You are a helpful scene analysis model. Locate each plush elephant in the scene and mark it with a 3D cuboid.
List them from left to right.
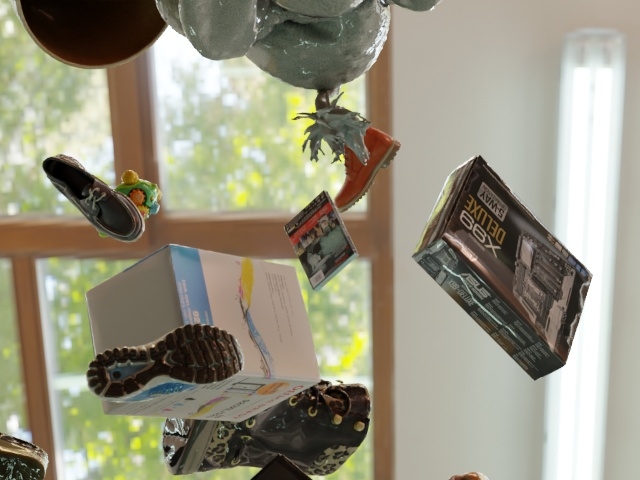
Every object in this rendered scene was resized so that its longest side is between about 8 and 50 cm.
[{"bbox_3d":[-0.016,-0.263,1.321,0.272,0.255,0.330,-14,-116,-12],"label":"plush elephant"}]

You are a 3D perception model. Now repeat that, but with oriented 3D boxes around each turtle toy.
[{"bbox_3d":[-0.326,-0.055,2.401,0.130,0.095,0.066,-33,-124,16],"label":"turtle toy"}]

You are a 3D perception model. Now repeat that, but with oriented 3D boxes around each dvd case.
[{"bbox_3d":[0.000,0.000,2.014,0.013,0.087,0.119,20,-145,-46],"label":"dvd case"}]

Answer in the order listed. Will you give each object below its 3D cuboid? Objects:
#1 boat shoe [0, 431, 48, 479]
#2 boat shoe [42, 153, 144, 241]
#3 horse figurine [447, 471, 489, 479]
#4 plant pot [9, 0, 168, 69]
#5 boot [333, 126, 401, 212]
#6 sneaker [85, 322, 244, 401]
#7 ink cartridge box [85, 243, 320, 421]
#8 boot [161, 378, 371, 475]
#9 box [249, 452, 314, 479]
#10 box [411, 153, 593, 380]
[{"bbox_3d":[-0.563,0.351,2.383,0.223,0.080,0.073,17,-165,-4],"label":"boat shoe"},{"bbox_3d":[-0.375,-0.069,2.326,0.206,0.075,0.065,40,-173,17],"label":"boat shoe"},{"bbox_3d":[0.269,0.435,2.258,0.066,0.263,0.174,-40,-141,14],"label":"horse figurine"},{"bbox_3d":[-0.353,-0.388,1.989,0.237,0.237,0.254,-13,-151,-28],"label":"plant pot"},{"bbox_3d":[0.057,-0.124,2.419,0.084,0.158,0.059,33,-173,-16],"label":"boot"},{"bbox_3d":[-0.157,0.126,1.433,0.162,0.063,0.073,-8,164,-16],"label":"sneaker"},{"bbox_3d":[-0.147,0.124,1.814,0.171,0.168,0.232,-29,154,36],"label":"ink cartridge box"},{"bbox_3d":[-0.051,0.225,2.181,0.284,0.377,0.138,12,-149,-30],"label":"boot"},{"bbox_3d":[-0.030,0.340,1.447,0.175,0.051,0.220,-41,-133,-16],"label":"box"},{"bbox_3d":[0.306,0.043,2.366,0.076,0.307,0.242,-34,-162,39],"label":"box"}]
